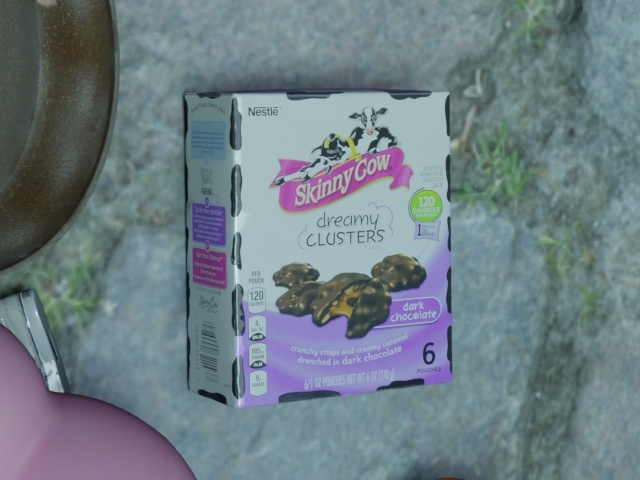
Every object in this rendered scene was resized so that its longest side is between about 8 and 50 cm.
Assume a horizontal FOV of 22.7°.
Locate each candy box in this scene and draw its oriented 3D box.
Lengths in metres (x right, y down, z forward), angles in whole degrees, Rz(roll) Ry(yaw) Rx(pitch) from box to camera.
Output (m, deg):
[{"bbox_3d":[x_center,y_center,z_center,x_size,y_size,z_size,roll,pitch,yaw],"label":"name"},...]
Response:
[{"bbox_3d":[0.000,0.000,1.035,0.165,0.070,0.196,-4,96,-30],"label":"candy box"}]

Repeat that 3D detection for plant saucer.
[{"bbox_3d":[-0.224,-0.126,0.843,0.311,0.050,0.310,21,64,-53],"label":"plant saucer"}]

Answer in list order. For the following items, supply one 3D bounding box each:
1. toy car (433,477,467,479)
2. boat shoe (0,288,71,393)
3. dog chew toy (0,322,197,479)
[{"bbox_3d":[0.111,0.244,1.094,0.182,0.159,0.136,62,29,-19],"label":"toy car"},{"bbox_3d":[-0.174,0.079,0.963,0.035,0.035,0.100,-16,107,-1],"label":"boat shoe"},{"bbox_3d":[-0.211,0.127,0.851,0.332,0.207,0.206,46,71,-17],"label":"dog chew toy"}]
